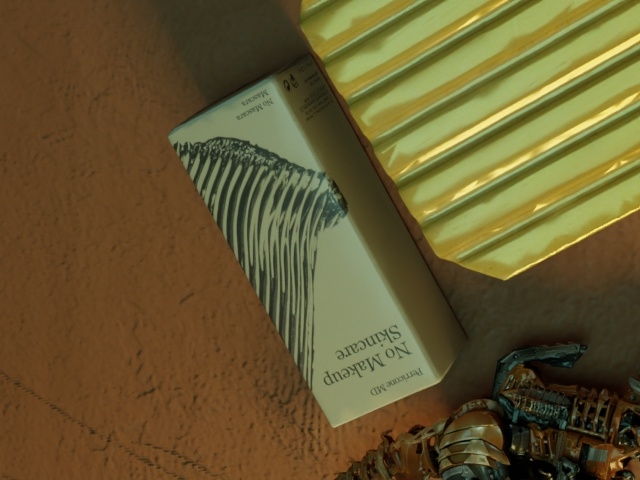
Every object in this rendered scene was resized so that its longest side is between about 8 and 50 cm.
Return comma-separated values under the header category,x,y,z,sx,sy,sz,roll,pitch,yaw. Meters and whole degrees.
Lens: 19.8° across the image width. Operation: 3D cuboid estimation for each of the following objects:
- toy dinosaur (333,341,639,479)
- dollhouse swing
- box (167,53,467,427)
category,x,y,z,sx,sy,sz,roll,pitch,yaw
toy dinosaur,0.155,0.196,1.473,0.322,0.164,0.218,-11,90,41
dollhouse swing,0.163,-0.134,1.264,0.305,0.315,0.347,-30,97,5
box,0.000,0.000,1.463,0.113,0.094,0.275,-27,97,24
